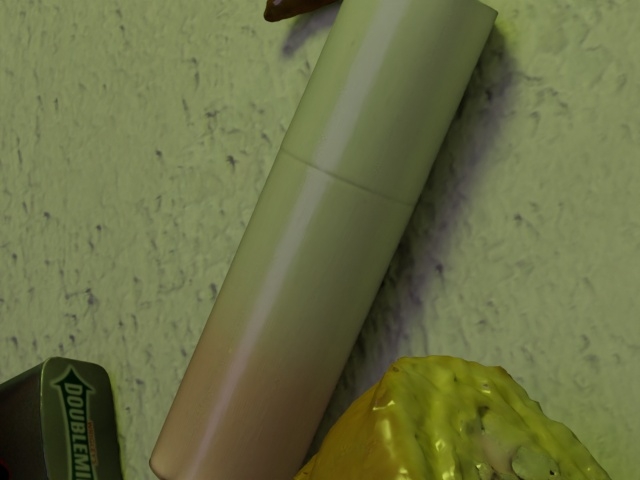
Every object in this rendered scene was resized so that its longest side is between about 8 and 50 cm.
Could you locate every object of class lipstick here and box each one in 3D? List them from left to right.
[{"bbox_3d":[0.000,0.000,0.993,0.087,0.087,0.327,29,99,43],"label":"lipstick"}]

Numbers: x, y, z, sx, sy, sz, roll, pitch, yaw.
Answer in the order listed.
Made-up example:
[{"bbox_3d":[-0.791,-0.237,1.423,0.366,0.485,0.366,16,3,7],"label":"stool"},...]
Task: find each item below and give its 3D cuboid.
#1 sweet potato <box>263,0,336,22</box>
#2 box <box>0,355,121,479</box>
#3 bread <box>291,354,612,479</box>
[{"bbox_3d":[0.031,-0.182,1.047,0.179,0.044,0.044,-40,55,36],"label":"sweet potato"},{"bbox_3d":[-0.234,0.172,1.175,0.224,0.069,0.120,-25,63,37],"label":"box"},{"bbox_3d":[0.011,0.257,0.847,0.375,0.165,0.236,-57,48,28],"label":"bread"}]
